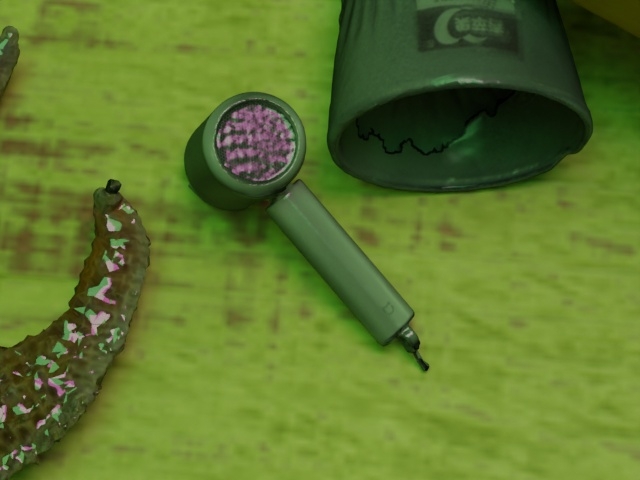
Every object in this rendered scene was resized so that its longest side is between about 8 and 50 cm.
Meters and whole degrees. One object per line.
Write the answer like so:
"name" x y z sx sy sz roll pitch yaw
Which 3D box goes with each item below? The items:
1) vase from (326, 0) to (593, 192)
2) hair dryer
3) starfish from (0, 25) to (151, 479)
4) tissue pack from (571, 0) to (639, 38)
"vase" 0.044 -0.136 0.707 0.096 0.096 0.219 -4 69 2
"hair dryer" 0.000 0.000 0.690 0.038 0.063 0.124 -43 95 -11
"starfish" -0.213 0.062 0.672 0.302 0.060 0.299 -2 75 3
"tissue pack" 0.286 -0.148 0.598 0.382 0.228 0.293 29 73 -2
